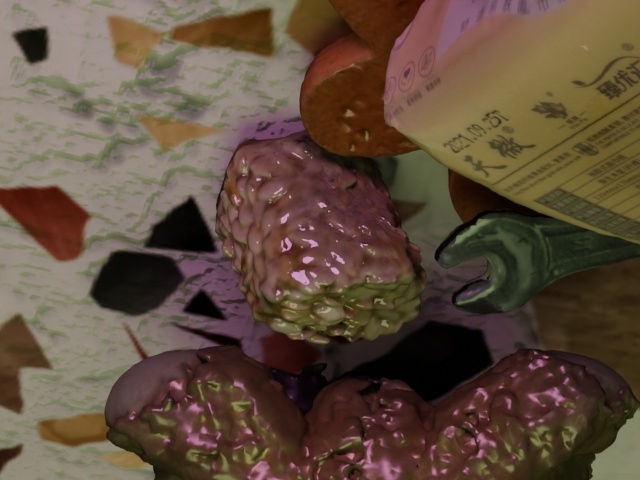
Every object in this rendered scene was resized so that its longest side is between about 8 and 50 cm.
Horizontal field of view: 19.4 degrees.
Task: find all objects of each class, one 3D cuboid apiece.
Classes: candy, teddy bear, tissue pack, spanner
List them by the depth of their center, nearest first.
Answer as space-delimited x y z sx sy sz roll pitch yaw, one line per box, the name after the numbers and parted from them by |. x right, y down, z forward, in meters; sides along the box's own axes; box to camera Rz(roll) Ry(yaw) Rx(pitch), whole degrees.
0.152 -0.079 0.762 0.186 0.090 0.222 23 153 -18 | tissue pack
0.202 -0.017 0.921 0.301 0.017 0.071 -13 134 -6 | spanner
0.000 0.000 0.933 0.095 0.110 0.085 -3 134 -19 | candy
0.032 0.140 1.006 0.267 0.156 0.256 -1 172 5 | teddy bear

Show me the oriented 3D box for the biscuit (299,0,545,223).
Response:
0.076 -0.107 0.867 0.205 0.049 0.324 -21 129 21 | biscuit
